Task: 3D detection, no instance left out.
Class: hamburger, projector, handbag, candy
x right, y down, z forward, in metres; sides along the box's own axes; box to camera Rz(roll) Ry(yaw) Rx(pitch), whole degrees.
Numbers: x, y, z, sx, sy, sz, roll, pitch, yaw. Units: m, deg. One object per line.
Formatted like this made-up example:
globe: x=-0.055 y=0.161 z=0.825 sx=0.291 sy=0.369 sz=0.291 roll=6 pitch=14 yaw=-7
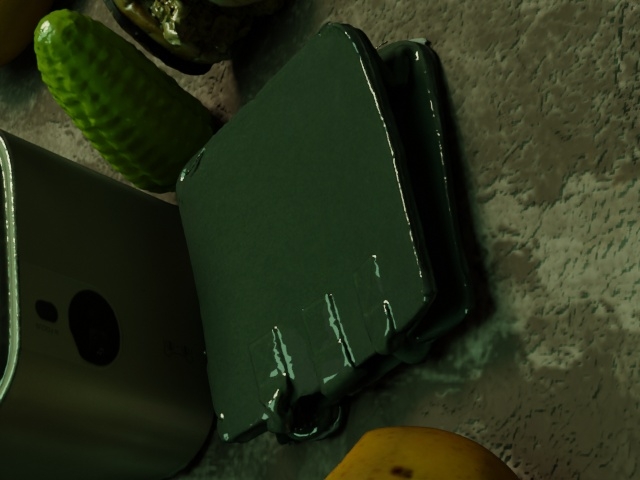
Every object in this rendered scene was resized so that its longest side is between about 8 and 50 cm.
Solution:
hamburger: x=-0.106 y=-0.227 z=1.417 sx=0.131 sy=0.159 sz=0.185 roll=-36 pitch=34 yaw=38
projector: x=-0.258 y=0.071 z=1.408 sx=0.248 sy=0.249 sz=0.249 roll=-19 pitch=66 yaw=29
handbag: x=0.001 y=0.000 z=1.280 sx=0.247 sy=0.079 sz=0.260 roll=-39 pitch=53 yaw=41
candy: x=-0.168 y=-0.120 z=1.426 sx=0.096 sy=0.209 sz=0.097 roll=-15 pitch=54 yaw=22

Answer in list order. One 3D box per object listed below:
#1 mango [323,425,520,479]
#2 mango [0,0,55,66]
mango: x=0.027 y=0.254 z=1.080 sx=0.290 sy=0.160 sz=0.191 roll=-45 pitch=79 yaw=7
mango: x=-0.330 y=-0.286 z=1.741 sx=0.254 sy=0.139 sz=0.175 roll=-51 pitch=56 yaw=20
